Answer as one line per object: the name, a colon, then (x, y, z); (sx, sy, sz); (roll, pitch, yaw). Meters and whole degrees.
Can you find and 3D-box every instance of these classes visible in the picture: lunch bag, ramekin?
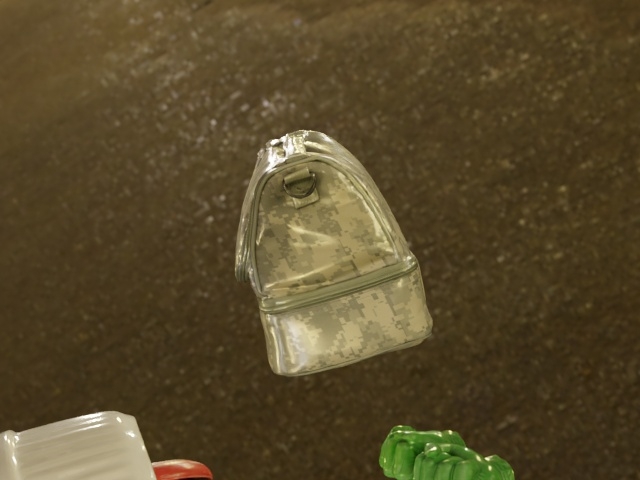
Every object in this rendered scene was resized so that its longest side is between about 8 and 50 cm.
lunch bag: (0.000, 0.000, 1.527); (0.212, 0.256, 0.305); (-14, 10, 1)
ramekin: (-0.159, 0.223, 0.891); (0.109, 0.207, 0.207); (-19, 22, -10)

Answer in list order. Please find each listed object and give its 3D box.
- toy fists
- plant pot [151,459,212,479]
toy fists: (0.197, 0.370, 2.038); (0.142, 0.096, 0.279); (-2, 9, -24)
plant pot: (-0.203, 0.369, 1.521); (0.191, 0.174, 0.191); (-12, -16, -3)
